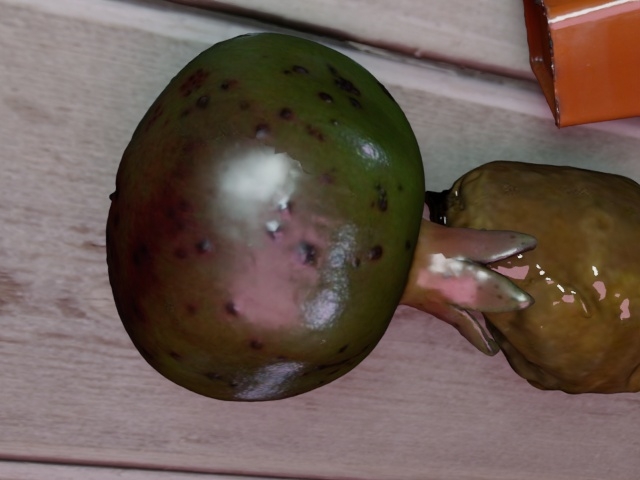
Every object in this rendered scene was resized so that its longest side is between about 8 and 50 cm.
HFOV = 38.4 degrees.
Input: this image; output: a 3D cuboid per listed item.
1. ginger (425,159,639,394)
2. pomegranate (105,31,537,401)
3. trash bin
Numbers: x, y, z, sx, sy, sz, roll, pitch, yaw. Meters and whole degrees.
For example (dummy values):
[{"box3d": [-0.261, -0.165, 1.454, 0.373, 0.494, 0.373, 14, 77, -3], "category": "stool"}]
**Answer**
[{"box3d": [0.244, 0.026, 0.863, 0.223, 0.200, 0.269, -23, 129, 9], "category": "ginger"}, {"box3d": [-0.009, -0.021, 0.738, 0.324, 0.290, 0.290, -7, 129, -14], "category": "pomegranate"}, {"box3d": [0.290, -0.177, 0.732, 0.239, 0.184, 0.161, -14, 129, 6], "category": "trash bin"}]
